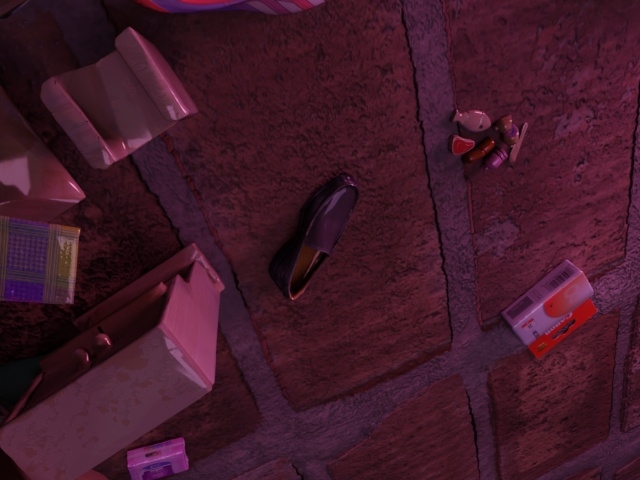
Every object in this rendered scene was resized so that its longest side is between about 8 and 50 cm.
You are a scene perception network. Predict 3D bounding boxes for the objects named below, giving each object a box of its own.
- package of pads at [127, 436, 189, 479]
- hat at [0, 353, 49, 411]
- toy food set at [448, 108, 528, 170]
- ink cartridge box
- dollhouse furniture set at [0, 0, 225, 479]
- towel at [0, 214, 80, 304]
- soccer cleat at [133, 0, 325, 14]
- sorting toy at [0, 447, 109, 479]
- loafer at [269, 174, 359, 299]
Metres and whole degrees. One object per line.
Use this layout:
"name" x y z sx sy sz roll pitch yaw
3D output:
"package of pads" -0.238 0.324 0.797 0.083 0.032 0.050 -11 123 -16
"hat" -0.275 0.149 0.658 0.183 0.173 0.208 -48 157 -29
"toy food set" 0.217 -0.127 0.704 0.122 0.019 0.078 -1 121 -22
"ink cartridge box" 0.407 0.135 0.935 0.145 0.045 0.179 -41 124 7
"dollhouse furniture set" -0.267 -0.030 0.491 0.362 0.256 0.394 -33 106 0
"towel" -0.210 0.012 0.372 0.083 0.009 0.060 8 101 -12
"soccer cleat" -0.048 -0.226 0.451 0.248 0.095 0.083 -20 129 -37
"sorting toy" -0.292 0.251 0.491 0.257 0.255 0.089 39 65 -31
"loafer" 0.000 0.000 0.670 0.062 0.061 0.170 20 111 -30
